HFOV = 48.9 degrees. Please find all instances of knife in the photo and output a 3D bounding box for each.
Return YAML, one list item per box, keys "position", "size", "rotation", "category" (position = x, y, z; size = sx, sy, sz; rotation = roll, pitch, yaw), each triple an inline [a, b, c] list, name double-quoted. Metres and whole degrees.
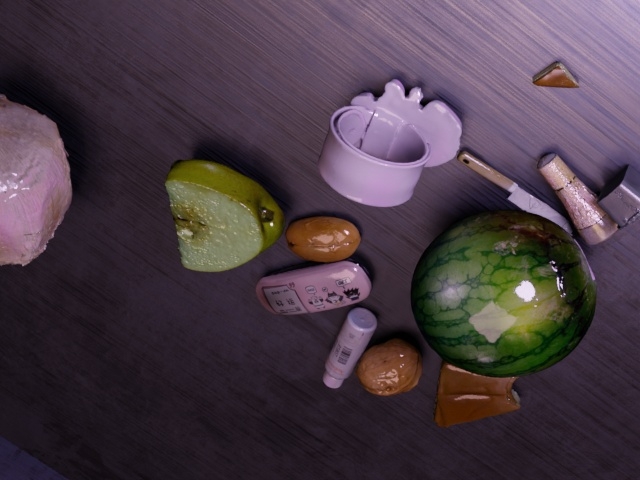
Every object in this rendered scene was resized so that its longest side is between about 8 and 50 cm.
- position: [0.401, -0.093, 1.444]
  size: [0.298, 0.017, 0.047]
  rotation: [30, 133, -7]
  category: "knife"

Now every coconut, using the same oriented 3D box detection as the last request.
- position: [-0.782, -0.165, 1.630]
  size: [0.405, 0.404, 0.404]
  rotation: [11, 128, 14]
  category: "coconut"

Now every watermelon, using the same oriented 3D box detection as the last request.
- position: [0.359, 0.110, 1.411]
  size: [0.363, 0.363, 0.363]
  rotation: [11, 128, 14]
  category: "watermelon"

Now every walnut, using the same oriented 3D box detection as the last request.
- position: [0.173, 0.323, 1.775]
  size: [0.180, 0.144, 0.144]
  rotation: [-19, 116, 23]
  category: "walnut"

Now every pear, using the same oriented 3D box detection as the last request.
- position: [-0.210, -0.067, 1.619]
  size: [0.292, 0.159, 0.292]
  rotation: [11, 132, 12]
  category: "pear"

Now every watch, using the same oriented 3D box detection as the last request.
- position: [0.132, -0.179, 1.348]
  size: [0.244, 0.231, 0.196]
  rotation: [24, 128, 7]
  category: "watch"

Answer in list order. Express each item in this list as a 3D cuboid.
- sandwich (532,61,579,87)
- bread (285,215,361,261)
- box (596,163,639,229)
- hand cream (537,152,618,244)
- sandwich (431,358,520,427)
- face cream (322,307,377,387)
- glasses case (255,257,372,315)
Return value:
- position: [0.426, -0.298, 1.269]
  size: [0.083, 0.031, 0.044]
  rotation: [6, 131, 15]
  category: "sandwich"
- position: [0.000, 0.000, 1.640]
  size: [0.189, 0.077, 0.114]
  rotation: [-2, 129, 20]
  category: "bread"
- position: [0.573, -0.085, 1.320]
  size: [0.069, 0.122, 0.084]
  rotation: [41, 129, 4]
  category: "box"
- position: [0.496, -0.086, 1.375]
  size: [0.203, 0.084, 0.084]
  rotation: [46, 128, -9]
  category: "hand cream"
- position: [0.398, 0.402, 1.789]
  size: [0.212, 0.063, 0.245]
  rotation: [10, 130, 13]
  category: "sandwich"
- position: [0.068, 0.287, 1.822]
  size: [0.082, 0.082, 0.269]
  rotation: [24, 130, 3]
  category: "face cream"
- position: [-0.020, 0.117, 1.732]
  size: [0.314, 0.075, 0.122]
  rotation: [-13, 118, 29]
  category: "glasses case"
